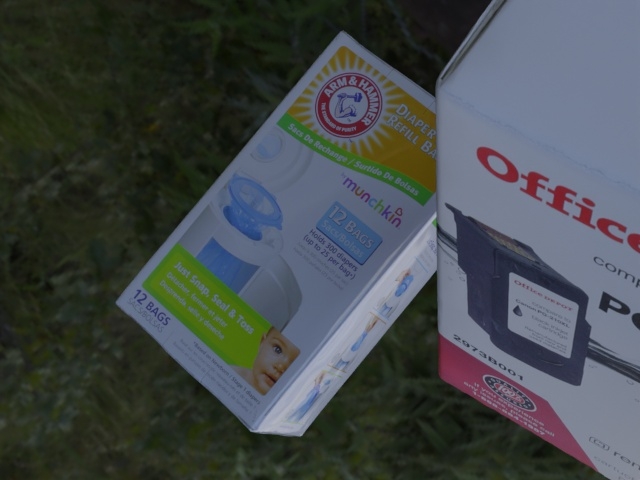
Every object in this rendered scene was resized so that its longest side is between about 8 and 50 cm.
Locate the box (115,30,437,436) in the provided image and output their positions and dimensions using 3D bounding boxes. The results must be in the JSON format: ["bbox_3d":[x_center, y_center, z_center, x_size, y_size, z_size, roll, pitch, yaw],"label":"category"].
[{"bbox_3d":[0.000,0.000,0.657,0.203,0.114,0.103,-50,163,0],"label":"box"}]

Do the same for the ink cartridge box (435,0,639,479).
[{"bbox_3d":[0.138,0.012,0.428,0.100,0.172,0.237,-52,157,-21],"label":"ink cartridge box"}]
